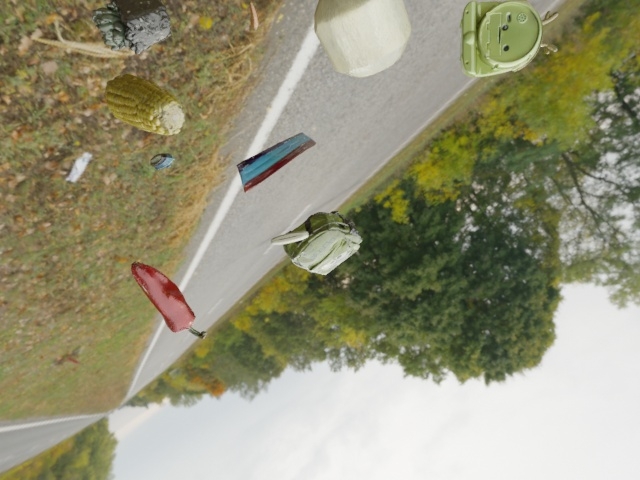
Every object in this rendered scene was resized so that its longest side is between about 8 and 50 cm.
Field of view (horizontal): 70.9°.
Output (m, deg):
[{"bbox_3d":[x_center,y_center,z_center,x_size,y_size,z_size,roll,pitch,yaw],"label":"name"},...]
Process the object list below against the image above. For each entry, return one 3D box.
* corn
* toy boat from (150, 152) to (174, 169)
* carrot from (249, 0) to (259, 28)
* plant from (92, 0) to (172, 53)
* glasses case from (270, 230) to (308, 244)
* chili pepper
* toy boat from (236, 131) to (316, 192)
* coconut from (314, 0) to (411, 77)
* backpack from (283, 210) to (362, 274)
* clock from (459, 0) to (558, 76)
[{"bbox_3d":[-0.453,-0.348,1.156,0.130,0.347,0.130,-26,130,-35],"label":"corn"},{"bbox_3d":[-0.611,-0.307,1.750,0.060,0.060,0.137,13,165,-40],"label":"toy boat"},{"bbox_3d":[-0.236,-0.798,1.602,0.035,0.035,0.142,-33,175,-7],"label":"carrot"},{"bbox_3d":[-0.527,-0.609,1.261,0.194,0.132,0.129,-26,161,-18],"label":"plant"},{"bbox_3d":[-0.066,-0.005,0.970,0.083,0.021,0.032,-13,178,7],"label":"glasses case"},{"bbox_3d":[-0.532,0.217,1.577,0.110,0.388,0.110,-19,-150,11],"label":"chili pepper"},{"bbox_3d":[-0.134,-0.246,1.353,0.136,0.079,0.392,-17,-163,33],"label":"toy boat"},{"bbox_3d":[0.102,-0.580,1.179,0.237,0.266,0.237,-22,-142,19],"label":"coconut"},{"bbox_3d":[0.000,0.000,1.321,0.207,0.140,0.253,-40,157,12],"label":"backpack"},{"bbox_3d":[0.619,-0.674,1.480,0.307,0.235,0.096,-2,-170,12],"label":"clock"}]
